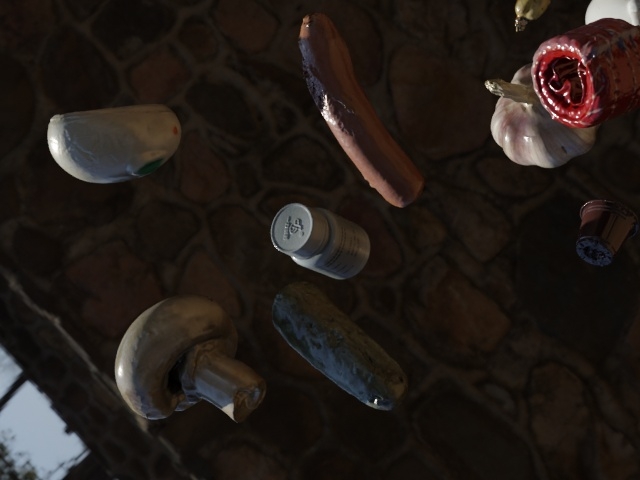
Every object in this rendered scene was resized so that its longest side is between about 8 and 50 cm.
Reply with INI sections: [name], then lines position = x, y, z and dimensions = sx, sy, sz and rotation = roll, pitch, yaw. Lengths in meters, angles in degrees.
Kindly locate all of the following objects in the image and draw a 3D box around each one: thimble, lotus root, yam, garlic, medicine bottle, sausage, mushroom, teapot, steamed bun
[thimble]
position = 0.449, -0.275, 1.420
dimensions = 0.163, 0.125, 0.189
rotation = 70, 165, -7
[lotus root]
position = 0.467, -0.522, 1.861
dimensions = 0.063, 0.151, 0.072
rotation = 39, -163, 25
[yam]
position = 0.044, 0.216, 1.704
dimensions = 0.330, 0.133, 0.133
rotation = 37, 164, 33
[garlic]
position = 0.433, -0.278, 1.749
dimensions = 0.253, 0.245, 0.245
rotation = 25, -178, -36
[medicine bottle]
position = 0.000, 0.000, 1.109
dimensions = 0.080, 0.080, 0.130
rotation = 37, -171, 37
[sausage]
position = 0.052, -0.195, 1.315
dimensions = 0.326, 0.087, 0.079
rotation = 58, -163, -7
[mushroom]
position = -0.263, 0.271, 1.776
dimensions = 0.290, 0.292, 0.292
rotation = 37, 165, 28
[teapot]
position = 0.606, -0.423, 1.615
dimensions = 0.205, 0.298, 0.139
rotation = -5, 117, 29
[steamed bun]
position = -0.358, -0.168, 1.505
dimensions = 0.177, 0.228, 0.130
rotation = -168, 71, -73

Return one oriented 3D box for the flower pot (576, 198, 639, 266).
[flower pot]
position = 0.519, -0.009, 1.582
dimensions = 0.111, 0.089, 0.111
rotation = 26, 152, 15
